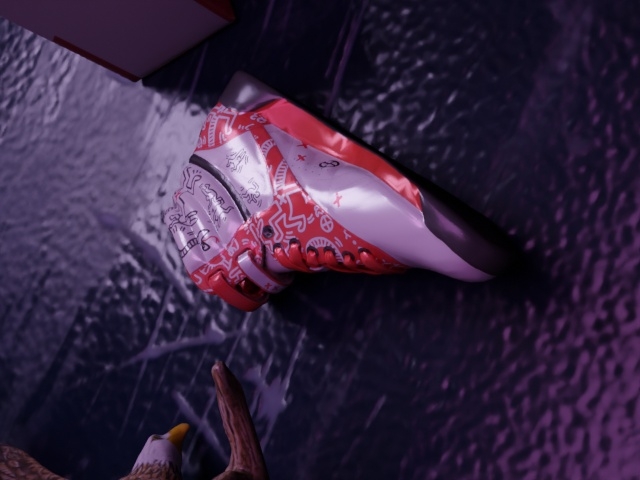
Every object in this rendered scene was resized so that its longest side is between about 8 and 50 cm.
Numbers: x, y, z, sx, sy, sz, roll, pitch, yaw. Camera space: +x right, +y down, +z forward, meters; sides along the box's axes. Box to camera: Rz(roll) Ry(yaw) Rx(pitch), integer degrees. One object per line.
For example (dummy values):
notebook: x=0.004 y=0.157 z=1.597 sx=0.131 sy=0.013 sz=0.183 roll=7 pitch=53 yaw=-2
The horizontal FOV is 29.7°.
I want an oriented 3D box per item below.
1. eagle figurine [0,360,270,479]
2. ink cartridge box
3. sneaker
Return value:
eagle figurine: x=-0.152 y=0.198 z=0.810 sx=0.298 sy=0.225 sz=0.226 roll=-9 pitch=87 yaw=19
ink cartridge box: x=-0.194 y=-0.291 z=0.946 sx=0.114 sy=0.197 sz=0.273 roll=-27 pitch=65 yaw=24
sneaker: x=0.000 y=0.000 z=0.819 sx=0.270 sy=0.090 sz=0.145 roll=35 pitch=98 yaw=37
